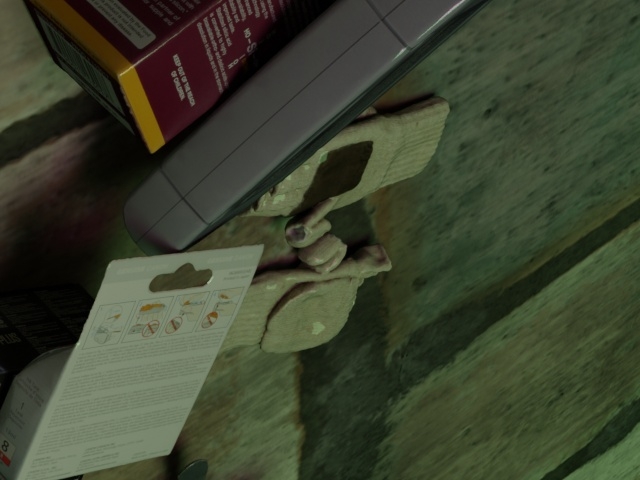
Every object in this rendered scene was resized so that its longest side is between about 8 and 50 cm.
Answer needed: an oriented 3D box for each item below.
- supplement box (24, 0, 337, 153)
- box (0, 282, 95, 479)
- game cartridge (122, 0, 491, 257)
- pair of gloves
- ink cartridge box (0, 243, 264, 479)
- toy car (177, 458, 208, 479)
[{"bbox_3d":[-0.066,-0.155,1.004,0.188,0.104,0.081,-39,150,-14],"label":"supplement box"},{"bbox_3d":[-0.231,0.116,1.140,0.180,0.077,0.147,-9,133,-48],"label":"box"},{"bbox_3d":[0.008,-0.102,1.068,0.297,0.062,0.198,-39,176,28],"label":"game cartridge"},{"bbox_3d":[0.000,0.000,1.337,0.204,0.042,0.240,-10,135,-47],"label":"pair of gloves"},{"bbox_3d":[-0.128,0.071,1.105,0.145,0.045,0.179,-6,127,-50],"label":"ink cartridge box"},{"bbox_3d":[-0.093,0.264,1.449,0.155,0.149,0.188,-51,140,-18],"label":"toy car"}]
